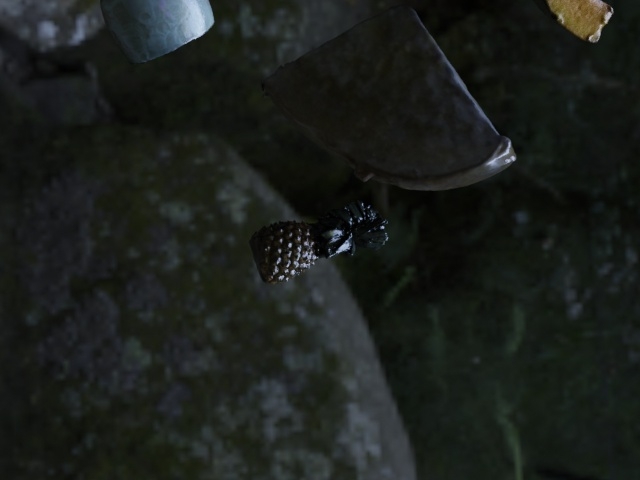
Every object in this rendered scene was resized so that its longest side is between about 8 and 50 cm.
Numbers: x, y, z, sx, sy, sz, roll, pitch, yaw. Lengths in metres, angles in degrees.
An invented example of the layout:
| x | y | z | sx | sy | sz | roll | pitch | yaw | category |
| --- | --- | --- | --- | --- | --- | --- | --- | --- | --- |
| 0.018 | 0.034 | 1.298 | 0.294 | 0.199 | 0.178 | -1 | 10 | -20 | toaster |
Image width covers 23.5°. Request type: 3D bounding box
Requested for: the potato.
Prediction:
| x | y | z | sx | sy | sz | roll | pitch | yaw | category |
| --- | --- | --- | --- | --- | --- | --- | --- | --- | --- |
| 0.092 | -0.118 | 1.797 | 0.264 | 0.211 | 0.189 | 56 | -2 | 26 | potato |

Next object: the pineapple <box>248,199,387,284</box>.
| x | y | z | sx | sy | sz | roll | pitch | yaw | category |
| --- | --- | --- | --- | --- | --- | --- | --- | --- | --- |
| 0.000 | 0.000 | 1.779 | 0.074 | 0.159 | 0.074 | 163 | -90 | -80 | pineapple |

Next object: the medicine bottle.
| x | y | z | sx | sy | sz | roll | pitch | yaw | category |
| --- | --- | --- | --- | --- | --- | --- | --- | --- | --- |
| -0.240 | -0.342 | 2.164 | 0.147 | 0.147 | 0.143 | -87 | 154 | -67 | medicine bottle |

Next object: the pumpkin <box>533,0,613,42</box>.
| x | y | z | sx | sy | sz | roll | pitch | yaw | category |
| --- | --- | --- | --- | --- | --- | --- | --- | --- | --- |
| 0.224 | -0.377 | 1.728 | 0.258 | 0.095 | 0.290 | 62 | 5 | 38 | pumpkin |
